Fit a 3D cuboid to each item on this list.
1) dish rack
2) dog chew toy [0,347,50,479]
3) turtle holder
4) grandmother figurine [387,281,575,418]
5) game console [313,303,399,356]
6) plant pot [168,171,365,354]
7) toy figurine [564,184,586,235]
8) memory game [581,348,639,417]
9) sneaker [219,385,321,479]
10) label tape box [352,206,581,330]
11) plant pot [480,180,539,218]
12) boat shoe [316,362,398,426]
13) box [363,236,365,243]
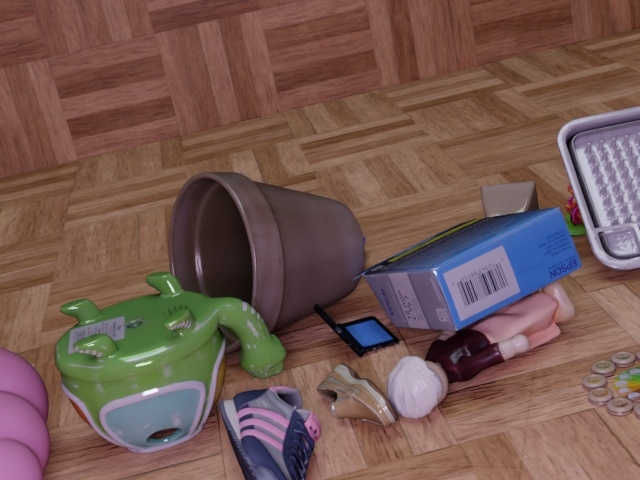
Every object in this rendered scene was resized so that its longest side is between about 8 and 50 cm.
[{"bbox_3d":[0.606,-0.095,1.867,0.285,0.072,0.333,-12,60,2],"label":"dish rack"},{"bbox_3d":[-0.497,0.300,1.511,0.206,0.207,0.332,-19,32,-16],"label":"dog chew toy"},{"bbox_3d":[-0.245,0.189,1.591,0.320,0.227,0.243,-27,25,-34],"label":"turtle holder"},{"bbox_3d":[0.244,0.170,1.572,0.342,0.104,0.208,-28,-1,-27],"label":"grandmother figurine"},{"bbox_3d":[0.060,0.144,1.753,0.071,0.107,0.122,-44,27,-3],"label":"game console"},{"bbox_3d":[-0.084,0.031,1.849,0.280,0.323,0.323,-5,15,-34],"label":"plant pot"},{"bbox_3d":[0.531,-0.113,2.008,0.173,0.159,0.130,-28,27,-32],"label":"toy figurine"},{"bbox_3d":[0.475,0.204,1.471,0.186,0.012,0.186,-10,22,4],"label":"memory game"},{"bbox_3d":[-0.052,0.287,1.408,0.131,0.112,0.319,-19,24,-10],"label":"sneaker"},{"bbox_3d":[0.233,0.051,1.708,0.249,0.115,0.347,-25,4,-19],"label":"label tape box"},{"bbox_3d":[0.375,-0.042,2.002,0.109,0.109,0.096,-5,36,18],"label":"plant pot"},{"bbox_3d":[0.050,0.247,1.531,0.072,0.068,0.190,-32,17,-15],"label":"boat shoe"},{"bbox_3d":[0.000,0.000,2.058,0.179,0.043,0.105,17,24,-2],"label":"box"}]
